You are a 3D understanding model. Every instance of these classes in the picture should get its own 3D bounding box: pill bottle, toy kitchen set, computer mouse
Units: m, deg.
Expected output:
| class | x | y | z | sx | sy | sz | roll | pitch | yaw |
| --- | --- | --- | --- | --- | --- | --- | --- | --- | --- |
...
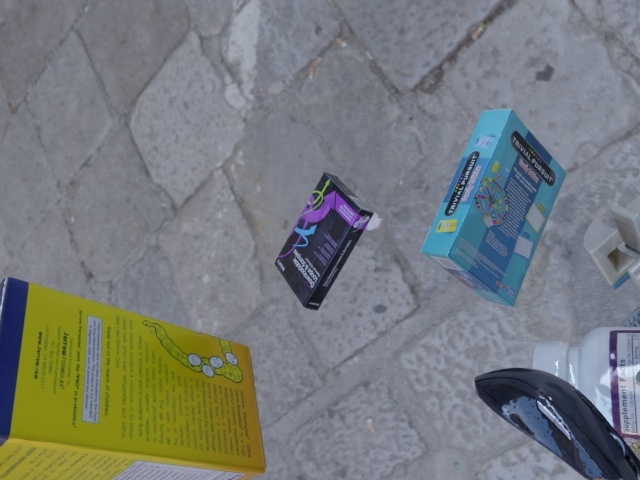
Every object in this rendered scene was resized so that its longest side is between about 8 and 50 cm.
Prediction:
| class | x | y | z | sx | sy | sz | roll | pitch | yaw |
| --- | --- | --- | --- | --- | --- | --- | --- | --- | --- |
| pill bottle | 0.452 | 0.200 | 0.849 | 0.302 | 0.169 | 0.169 | -4 | 84 | 28 |
| toy kitchen set | 0.424 | 0.001 | 0.678 | 0.207 | 0.122 | 0.166 | -41 | 24 | 2 |
| computer mouse | 0.305 | 0.204 | 0.671 | 0.262 | 0.184 | 0.060 | 38 | 110 | 42 |

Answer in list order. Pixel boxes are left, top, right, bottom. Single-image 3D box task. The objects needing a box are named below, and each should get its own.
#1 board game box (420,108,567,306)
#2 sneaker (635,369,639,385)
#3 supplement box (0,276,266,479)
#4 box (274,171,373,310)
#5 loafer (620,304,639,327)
| class | x | y | z | sx | sy | sz | roll | pitch | yaw |
| --- | --- | --- | --- | --- | --- | --- | --- | --- | --- |
| board game box | 0.375 | -0.065 | 1.330 | 0.079 | 0.254 | 0.336 | 11 | 71 | 52 |
| sneaker | 0.418 | 0.154 | 0.657 | 0.152 | 0.054 | 0.061 | -14 | 103 | 23 |
| supplement box | -0.274 | 0.219 | 0.800 | 0.194 | 0.357 | 0.195 | -39 | 45 | 28 |
| box | 0.000 | 0.000 | 0.877 | 0.162 | 0.029 | 0.116 | -62 | 37 | 18 |
| loafer | 0.639 | 0.111 | 1.072 | 0.251 | 0.087 | 0.094 | -35 | 81 | 27 |
